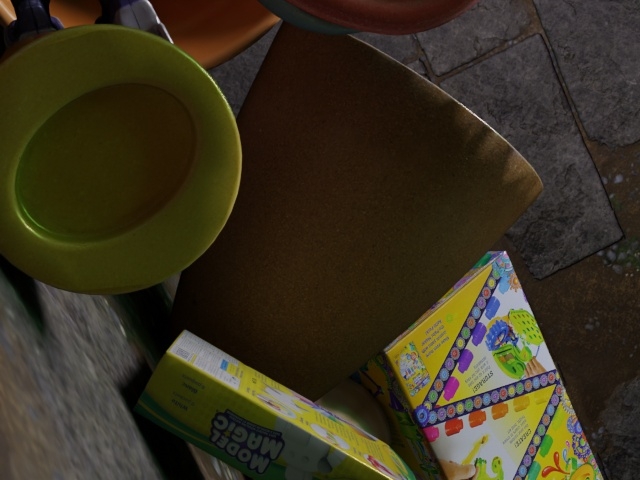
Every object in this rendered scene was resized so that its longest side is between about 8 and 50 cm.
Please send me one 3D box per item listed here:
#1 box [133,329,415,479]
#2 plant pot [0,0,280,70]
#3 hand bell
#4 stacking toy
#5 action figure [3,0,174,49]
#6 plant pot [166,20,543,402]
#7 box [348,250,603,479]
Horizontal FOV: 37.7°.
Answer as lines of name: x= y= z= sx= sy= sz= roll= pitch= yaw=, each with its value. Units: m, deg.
box: x=-0.018 y=0.119 z=0.560 sx=0.179 sy=0.043 sz=0.105 roll=28 pitch=0 yaw=-2
plant pot: x=-0.156 y=-0.285 z=0.675 sx=0.203 sy=0.291 sz=0.291 roll=39 pitch=-18 yaw=44
hand bell: x=-0.021 y=0.180 z=0.711 sx=0.126 sy=0.126 sz=0.242 roll=63 pitch=10 yaw=4
stacking toy: x=-0.083 y=-0.166 z=0.444 sx=0.279 sy=0.309 sz=0.130 roll=53 pitch=-5 yaw=-23
action figure: x=-0.153 y=-0.195 z=0.520 sx=0.099 sy=0.185 sz=0.285 roll=-125 pitch=-162 yaw=-56
plant pot: x=0.000 y=0.000 z=0.725 sx=0.237 sy=0.254 sz=0.237 roll=34 pitch=1 yaw=-1
box: x=0.086 y=0.175 z=0.971 sx=0.290 sy=0.177 sz=0.279 roll=-3 pitch=-63 yaw=54
